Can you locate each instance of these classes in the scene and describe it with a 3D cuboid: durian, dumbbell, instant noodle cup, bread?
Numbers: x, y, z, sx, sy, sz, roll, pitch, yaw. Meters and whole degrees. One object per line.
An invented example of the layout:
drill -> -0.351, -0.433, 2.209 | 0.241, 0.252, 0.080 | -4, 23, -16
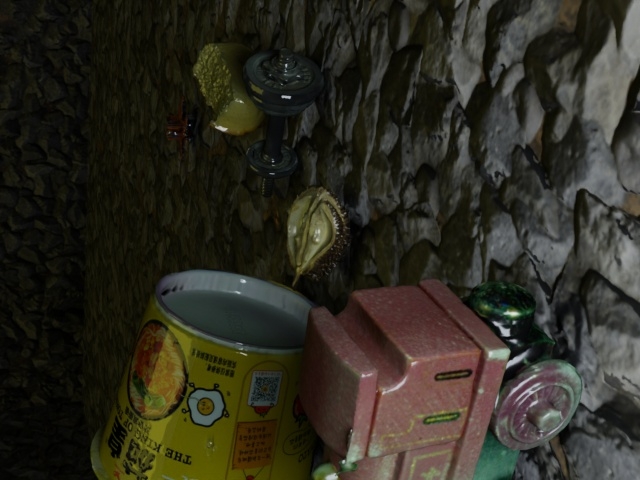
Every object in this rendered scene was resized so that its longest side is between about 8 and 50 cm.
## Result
durian -> 0.002, 0.001, 1.074 | 0.110, 0.071, 0.140 | 30, 107, 57
dumbbell -> -0.063, -0.157, 1.180 | 0.254, 0.110, 0.110 | 103, 153, -44
instant noodle cup -> -0.131, 0.201, 1.146 | 0.325, 0.325, 0.254 | 43, 122, 58
bread -> -0.118, -0.228, 1.267 | 0.086, 0.125, 0.156 | -58, 42, 41

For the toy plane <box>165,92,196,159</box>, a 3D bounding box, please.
toy plane -> -0.293, -0.247, 1.763 | 0.188, 0.062, 0.135 | -116, 29, -69

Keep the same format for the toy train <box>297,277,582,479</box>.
toy train -> 0.085, 0.176, 0.713 | 0.150, 0.221, 0.304 | -133, 44, -53
